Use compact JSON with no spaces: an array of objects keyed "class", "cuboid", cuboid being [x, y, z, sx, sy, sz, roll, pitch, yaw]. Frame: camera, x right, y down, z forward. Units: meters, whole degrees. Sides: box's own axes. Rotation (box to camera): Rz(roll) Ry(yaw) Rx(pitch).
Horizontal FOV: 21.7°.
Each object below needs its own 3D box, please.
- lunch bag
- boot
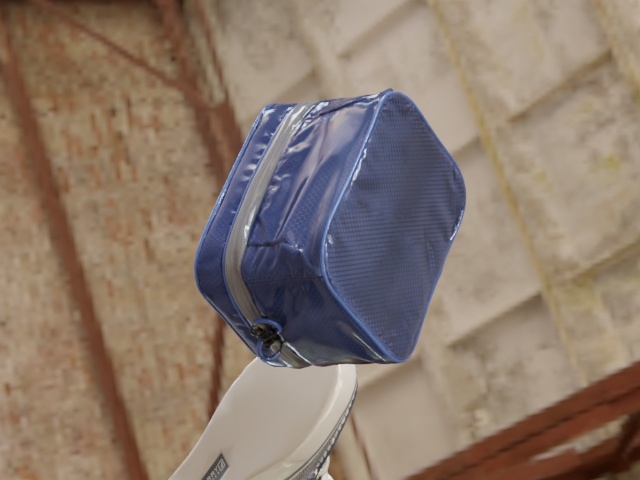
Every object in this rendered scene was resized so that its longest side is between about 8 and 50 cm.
[{"class":"lunch bag","cuboid":[0.000,0.000,0.583,0.065,0.067,0.098,-4,-132,37]},{"class":"boot","cuboid":[-0.020,0.126,0.950,0.190,0.086,0.069,-48,-133,29]}]
